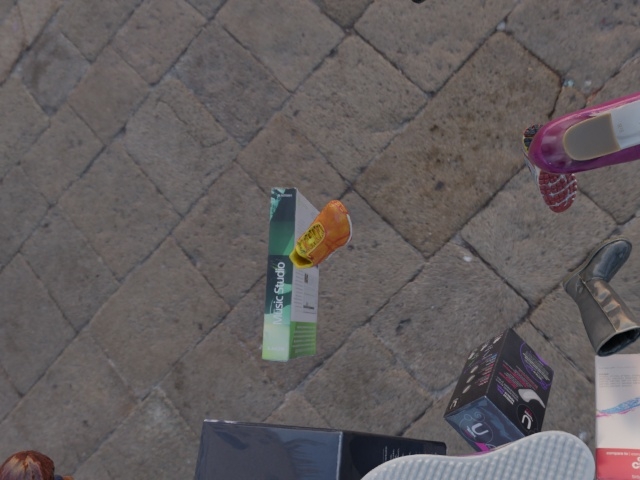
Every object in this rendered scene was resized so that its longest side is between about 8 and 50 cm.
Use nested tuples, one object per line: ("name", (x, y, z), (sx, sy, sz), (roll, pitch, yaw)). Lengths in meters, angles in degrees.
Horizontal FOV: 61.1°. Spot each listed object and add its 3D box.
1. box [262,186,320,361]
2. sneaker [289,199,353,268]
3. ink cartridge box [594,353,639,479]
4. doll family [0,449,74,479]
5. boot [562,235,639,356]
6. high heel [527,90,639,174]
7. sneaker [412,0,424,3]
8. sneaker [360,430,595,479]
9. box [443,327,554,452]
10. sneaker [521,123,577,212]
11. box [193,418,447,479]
("box", (-0.053, 0.076, 1.102), (0.058, 0.232, 0.322), (-1, 80, 12))
("sneaker", (0.000, 0.000, 0.838), (0.067, 0.175, 0.064), (-26, 71, -31))
("ink cartridge box", (0.675, 0.428, 1.156), (0.131, 0.306, 0.226), (-10, 127, 36))
("doll family", (-0.211, 0.159, 0.256), (0.076, 0.193, 0.111), (34, 113, 10))
("boot", (0.603, 0.112, 1.120), (0.076, 0.209, 0.190), (27, 118, -10))
("high heel", (0.343, -0.117, 0.556), (0.243, 0.117, 0.082), (-18, 94, 4))
("sneaker", (0.144, -0.329, 0.645), (0.234, 0.078, 0.106), (5, 89, -11))
("sneaker", (0.182, 0.313, 0.677), (0.281, 0.161, 0.102), (-12, 67, 4))
("box", (0.431, 0.367, 1.300), (0.165, 0.270, 0.143), (45, 129, 2))
("sneaker", (0.564, -0.178, 1.345), (0.088, 0.092, 0.225), (-19, 89, 10))
("box", (0.013, 0.447, 0.965), (0.293, 0.395, 0.212), (-8, 66, 34))
